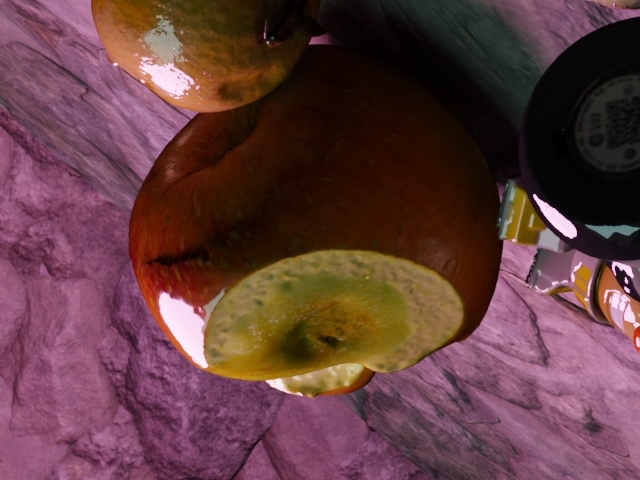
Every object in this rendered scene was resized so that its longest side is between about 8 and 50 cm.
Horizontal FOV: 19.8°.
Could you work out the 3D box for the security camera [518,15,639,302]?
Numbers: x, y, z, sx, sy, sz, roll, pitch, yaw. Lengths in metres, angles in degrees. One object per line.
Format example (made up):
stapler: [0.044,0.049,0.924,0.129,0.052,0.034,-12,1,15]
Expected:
security camera: [0.292,-0.042,1.471,0.191,0.197,0.277,-14,153,27]

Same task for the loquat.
loquat: [-0.103,-0.236,1.748,0.244,0.244,0.244,35,165,11]

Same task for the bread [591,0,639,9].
bread: [0.163,-0.245,1.394,0.228,0.033,0.228,36,174,4]

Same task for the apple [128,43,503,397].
apple: [0.000,0.000,1.891,0.374,0.384,0.374,30,158,14]

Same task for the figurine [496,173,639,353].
figurine: [0.313,0.034,1.740,0.308,0.143,0.308,28,-179,0]
